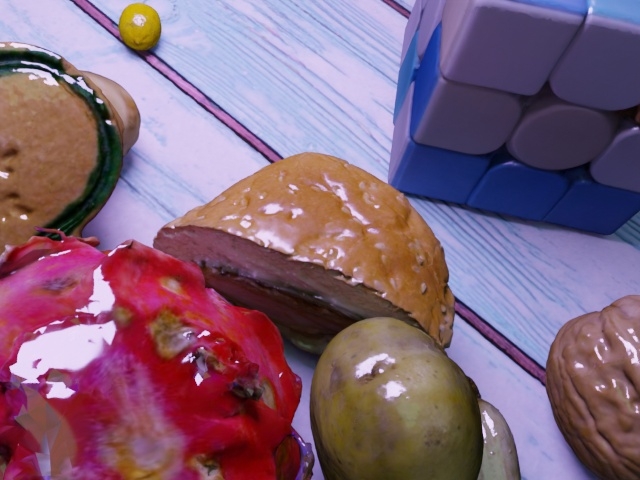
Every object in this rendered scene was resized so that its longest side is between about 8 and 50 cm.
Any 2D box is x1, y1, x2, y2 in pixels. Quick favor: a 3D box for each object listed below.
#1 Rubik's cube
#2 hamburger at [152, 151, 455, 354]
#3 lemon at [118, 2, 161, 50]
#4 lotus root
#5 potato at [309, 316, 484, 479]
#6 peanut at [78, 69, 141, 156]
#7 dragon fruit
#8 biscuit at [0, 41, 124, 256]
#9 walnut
[{"bbox_3d":[0.303,-0.256,0.817,0.345,0.347,0.346,11,58,-4],"label":"Rubik's cube"},{"bbox_3d":[0.001,0.000,0.704,0.330,0.162,0.209,17,50,7],"label":"hamburger"},{"bbox_3d":[-0.261,-0.312,0.903,0.062,0.062,0.083,4,55,-9],"label":"lemon"},{"bbox_3d":[0.161,0.236,0.655,0.091,0.077,0.182,0,62,-3],"label":"lotus root"},{"bbox_3d":[0.065,0.172,0.564,0.149,0.228,0.197,-8,35,0],"label":"potato"},{"bbox_3d":[-0.371,-0.118,0.725,0.319,0.147,0.147,-11,63,-16],"label":"peanut"},{"bbox_3d":[-0.190,0.159,0.522,0.371,0.249,0.386,-16,78,-18],"label":"dragon fruit"},{"bbox_3d":[-0.352,-0.033,0.644,0.344,0.057,0.287,-35,106,-7],"label":"biscuit"},{"bbox_3d":[0.351,0.171,0.673,0.214,0.213,0.213,5,59,-8],"label":"walnut"}]
